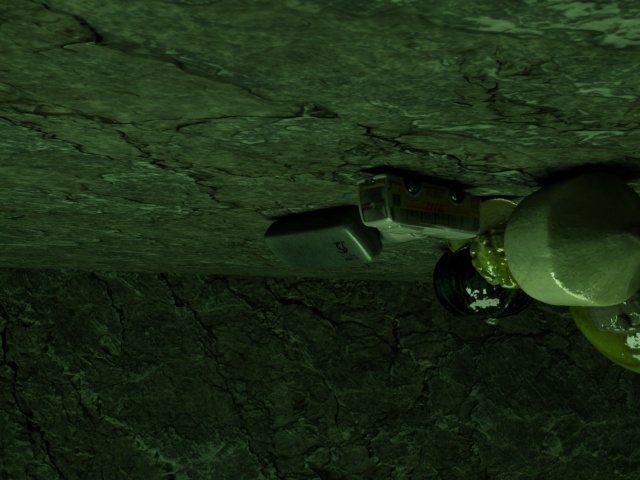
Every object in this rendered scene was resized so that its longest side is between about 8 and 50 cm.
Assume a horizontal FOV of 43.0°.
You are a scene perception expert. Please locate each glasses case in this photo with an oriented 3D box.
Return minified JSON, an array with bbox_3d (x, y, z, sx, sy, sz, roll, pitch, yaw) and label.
[{"bbox_3d":[0.000,0.000,1.920,0.323,0.074,0.131,-7,130,50],"label":"glasses case"}]

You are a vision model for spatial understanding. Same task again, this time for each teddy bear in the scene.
[{"bbox_3d":[0.676,0.080,1.856,0.236,0.267,0.151,-14,169,17],"label":"teddy bear"}]

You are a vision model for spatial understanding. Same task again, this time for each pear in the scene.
[{"bbox_3d":[0.829,0.157,2.047,0.352,0.352,0.413,8,-158,-40],"label":"pear"}]

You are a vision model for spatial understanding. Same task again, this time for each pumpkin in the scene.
[{"bbox_3d":[0.499,0.136,2.455,0.315,0.238,0.315,0,168,0],"label":"pumpkin"}]

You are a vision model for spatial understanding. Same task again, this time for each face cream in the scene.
[{"bbox_3d":[0.135,-0.025,1.906,0.107,0.073,0.269,4,173,-40],"label":"face cream"}]

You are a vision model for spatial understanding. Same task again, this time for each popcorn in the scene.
[{"bbox_3d":[0.442,0.025,1.868,0.186,0.167,0.187,1,178,-33],"label":"popcorn"}]

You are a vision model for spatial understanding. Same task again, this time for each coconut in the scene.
[{"bbox_3d":[0.466,0.003,1.425,0.237,0.237,0.266,4,170,-17],"label":"coconut"}]

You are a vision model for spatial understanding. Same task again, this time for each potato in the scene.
[{"bbox_3d":[0.325,-0.057,1.689,0.172,0.089,0.100,-34,-178,18],"label":"potato"}]

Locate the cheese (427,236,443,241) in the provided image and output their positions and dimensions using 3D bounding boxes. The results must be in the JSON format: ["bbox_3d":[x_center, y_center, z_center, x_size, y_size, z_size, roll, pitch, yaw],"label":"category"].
[{"bbox_3d":[0.307,-0.022,2.018,0.084,0.041,0.060,-12,-172,-30],"label":"cheese"}]

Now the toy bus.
[{"bbox_3d":[0.184,-0.061,1.496,0.268,0.106,0.092,8,169,-41],"label":"toy bus"}]
